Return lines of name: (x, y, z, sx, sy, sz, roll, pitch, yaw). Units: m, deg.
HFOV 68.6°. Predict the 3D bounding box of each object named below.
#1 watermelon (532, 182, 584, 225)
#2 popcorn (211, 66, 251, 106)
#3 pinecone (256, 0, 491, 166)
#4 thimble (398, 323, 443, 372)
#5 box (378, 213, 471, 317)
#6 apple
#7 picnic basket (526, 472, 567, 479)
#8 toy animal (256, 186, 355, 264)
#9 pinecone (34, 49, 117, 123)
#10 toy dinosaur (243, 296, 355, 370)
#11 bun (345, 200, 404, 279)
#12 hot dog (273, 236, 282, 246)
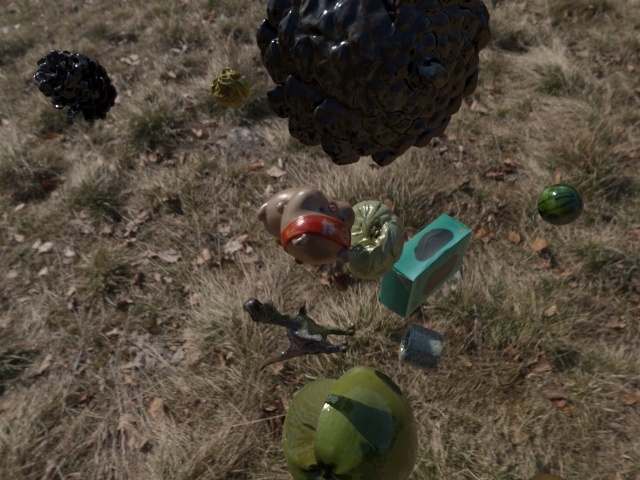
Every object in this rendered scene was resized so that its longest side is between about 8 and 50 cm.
watermelon: (0.553, -0.083, 1.091, 0.108, 0.109, 0.109, -2, 68, 6)
popcorn: (-0.194, -0.324, 0.993, 0.084, 0.084, 0.084, -2, 68, 6)
pinecone: (0.061, -0.257, 0.655, 0.295, 0.242, 0.298, 31, 114, 21)
thimble: (0.247, 0.263, 1.145, 0.090, 0.115, 0.102, 18, 109, 3)
box: (0.336, 0.081, 1.511, 0.311, 0.205, 0.118, -34, 52, -28)
apple: (0.060, 0.414, 0.998, 0.292, 0.292, 0.254, 33, 33, 17)
picnic basket: (0.275, 0.464, 0.540, 0.254, 0.291, 0.321, -40, 79, 14)
toy animal: (-0.024, -0.033, 0.965, 0.171, 0.171, 0.197, -41, 39, -10)
pinecone: (-0.275, -0.173, 0.526, 0.077, 0.083, 0.077, 0, 89, 26)
toy dinosaur: (-0.038, 0.179, 0.861, 0.199, 0.251, 0.072, 2, 60, 9)
bun: (0.120, -0.001, 1.121, 0.164, 0.111, 0.188, 26, 91, 7)
hot dog: (-0.001, -0.003, 1.345, 0.285, 0.087, 0.061, 0, 87, 25)
